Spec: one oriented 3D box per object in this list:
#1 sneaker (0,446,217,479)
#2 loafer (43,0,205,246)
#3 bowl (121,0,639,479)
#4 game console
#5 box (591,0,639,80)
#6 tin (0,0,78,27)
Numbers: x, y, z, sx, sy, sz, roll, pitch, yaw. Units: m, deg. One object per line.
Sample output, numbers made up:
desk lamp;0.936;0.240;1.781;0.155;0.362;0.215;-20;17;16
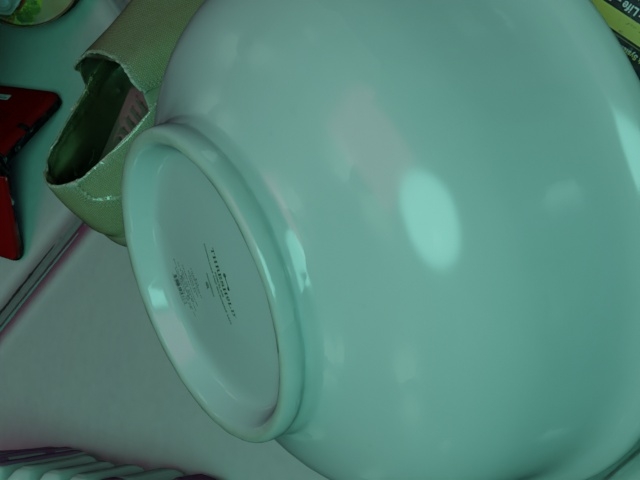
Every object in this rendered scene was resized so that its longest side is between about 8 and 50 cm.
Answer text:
sneaker;-0.169;0.198;0.632;0.236;0.095;0.104;2;89;36
loafer;-0.111;-0.126;0.657;0.102;0.092;0.268;22;93;37
bowl;0.000;0.000;0.431;0.298;0.134;0.298;36;136;44
game console;-0.286;-0.065;0.821;0.144;0.085;0.124;12;56;37
box;0.184;-0.114;0.437;0.318;0.097;0.395;-52;55;13
tin;-0.225;-0.266;0.767;0.106;0.040;0.189;28;107;-3
